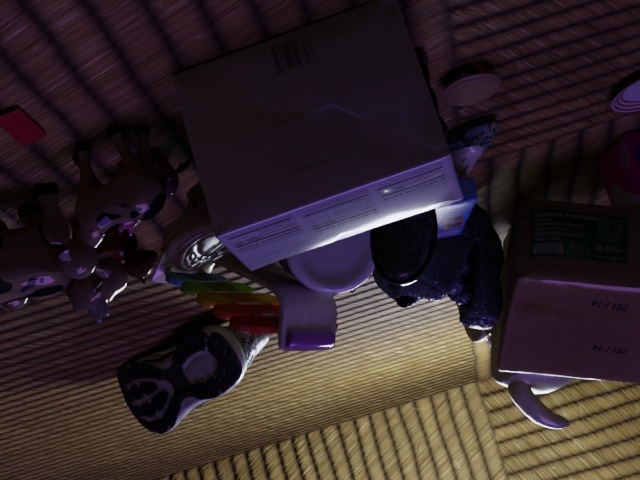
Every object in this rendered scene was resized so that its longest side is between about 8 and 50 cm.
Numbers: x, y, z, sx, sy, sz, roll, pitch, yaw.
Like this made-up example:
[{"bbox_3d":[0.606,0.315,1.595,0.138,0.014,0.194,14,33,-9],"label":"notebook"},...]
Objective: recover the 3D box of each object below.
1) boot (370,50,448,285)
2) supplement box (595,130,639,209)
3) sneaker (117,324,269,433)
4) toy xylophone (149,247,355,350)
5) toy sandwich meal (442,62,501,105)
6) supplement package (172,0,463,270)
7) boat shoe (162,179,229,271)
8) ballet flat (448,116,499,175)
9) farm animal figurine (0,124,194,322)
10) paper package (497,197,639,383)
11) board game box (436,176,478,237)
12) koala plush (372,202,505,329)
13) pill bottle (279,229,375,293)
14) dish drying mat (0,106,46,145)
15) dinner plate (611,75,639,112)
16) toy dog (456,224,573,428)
[{"bbox_3d":[0.102,-0.084,1.565,0.091,0.263,0.229,8,172,11],"label":"boot"},{"bbox_3d":[0.585,-0.120,2.070,0.220,0.111,0.114,-10,161,-20],"label":"supplement box"},{"bbox_3d":[-0.240,0.260,2.469,0.410,0.158,0.182,-27,178,43],"label":"sneaker"},{"bbox_3d":[-0.090,0.075,1.881,0.236,0.081,0.323,7,-167,-40],"label":"toy xylophone"},{"bbox_3d":[0.193,-0.200,1.608,0.085,0.029,0.085,-11,159,-4],"label":"toy sandwich meal"},{"bbox_3d":[-0.001,-0.115,1.394,0.262,0.204,0.145,-19,160,6],"label":"supplement package"},{"bbox_3d":[-0.126,-0.039,1.570,0.109,0.098,0.302,-35,176,22],"label":"boat shoe"},{"bbox_3d":[0.181,-0.112,1.805,0.188,0.070,0.070,-26,160,27],"label":"ballet flat"},{"bbox_3d":[-0.318,0.013,1.549,0.327,0.172,0.330,-12,162,-15],"label":"farm animal figurine"},{"bbox_3d":[0.468,0.090,2.085,0.325,0.168,0.309,5,143,3],"label":"paper package"},{"bbox_3d":[0.139,-0.036,1.855,0.160,0.039,0.211,-10,166,-3],"label":"board game box"},{"bbox_3d":[0.178,0.041,2.122,0.196,0.203,0.221,29,152,-36],"label":"koala plush"},{"bbox_3d":[0.000,0.000,1.785,0.131,0.131,0.229,-14,-174,-8],"label":"pill bottle"},{"bbox_3d":[-0.332,-0.127,1.385,0.032,0.008,0.083,-19,162,5],"label":"dish drying mat"},{"bbox_3d":[0.487,-0.225,1.816,0.141,0.017,0.141,-14,163,-4],"label":"dinner plate"},{"bbox_3d":[0.524,0.149,2.411,0.408,0.395,0.284,1,148,-23],"label":"toy dog"}]
